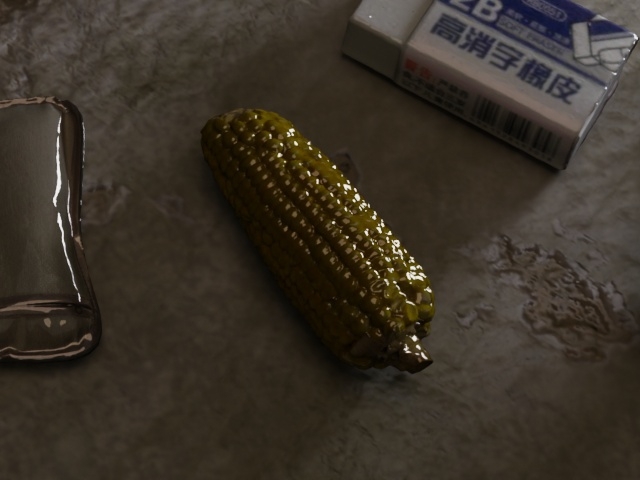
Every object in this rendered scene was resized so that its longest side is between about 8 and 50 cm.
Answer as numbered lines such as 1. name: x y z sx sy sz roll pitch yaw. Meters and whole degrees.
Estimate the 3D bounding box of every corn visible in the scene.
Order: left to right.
1. corn: 0.000 0.000 1.497 0.097 0.097 0.261 -29 65 -22

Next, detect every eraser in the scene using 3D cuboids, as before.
1. eraser: 0.138 -0.159 1.619 0.210 0.068 0.124 29 62 8

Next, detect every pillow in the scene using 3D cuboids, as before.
1. pillow: -0.237 -0.009 1.496 0.131 0.038 0.232 -5 62 -8
